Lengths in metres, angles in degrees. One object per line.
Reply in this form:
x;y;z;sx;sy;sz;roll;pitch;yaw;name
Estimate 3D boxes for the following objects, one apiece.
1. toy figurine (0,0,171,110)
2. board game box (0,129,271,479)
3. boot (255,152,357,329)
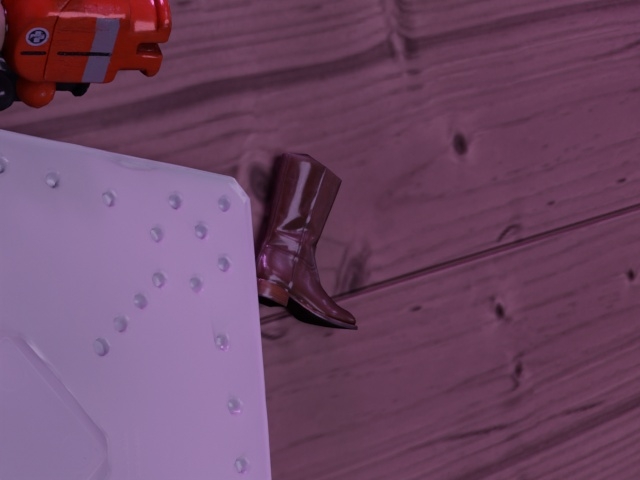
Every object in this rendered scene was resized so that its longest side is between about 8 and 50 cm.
-0.183;-0.176;1.007;0.148;0.213;0.209;-1;92;-25;toy figurine
-0.192;0.126;1.052;0.390;0.050;0.390;10;68;-41;board game box
0.000;0.000;1.295;0.106;0.037;0.114;27;72;-41;boot
